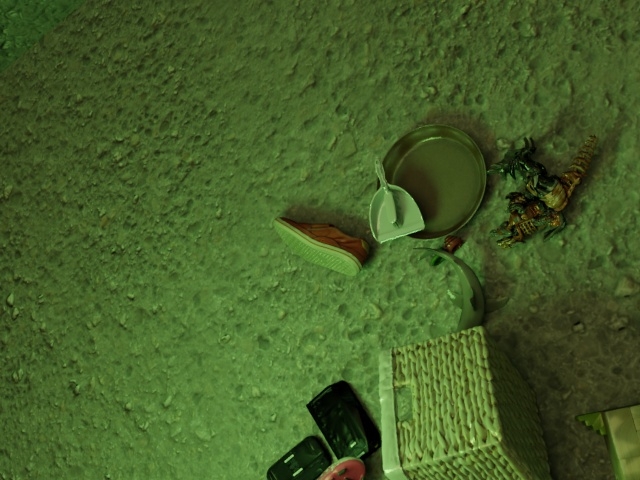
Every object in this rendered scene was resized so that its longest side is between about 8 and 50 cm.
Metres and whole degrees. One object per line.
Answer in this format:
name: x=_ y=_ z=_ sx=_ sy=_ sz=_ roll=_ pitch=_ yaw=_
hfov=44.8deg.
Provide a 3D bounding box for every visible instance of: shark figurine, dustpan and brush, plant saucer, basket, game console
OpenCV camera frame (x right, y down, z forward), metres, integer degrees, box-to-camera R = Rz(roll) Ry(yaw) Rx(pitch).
shark figurine: x=0.345 y=0.115 z=1.890 sx=0.166 sy=0.116 sz=0.278 roll=-25 pitch=92 yaw=19
dustpan and brush: x=0.180 y=-0.114 z=2.041 sx=0.147 sy=0.060 sz=0.211 roll=-19 pitch=72 yaw=28
plant saucer: x=0.293 y=-0.149 z=2.041 sx=0.311 sy=0.050 sz=0.310 roll=-6 pitch=78 yaw=30
basket: x=0.315 y=0.411 z=1.709 sx=0.267 sy=0.331 sz=0.328 roll=-24 pitch=38 yaw=23
game console: x=-0.014 y=0.562 z=2.111 sx=0.361 sy=0.044 sz=0.213 roll=-43 pitch=61 yaw=18

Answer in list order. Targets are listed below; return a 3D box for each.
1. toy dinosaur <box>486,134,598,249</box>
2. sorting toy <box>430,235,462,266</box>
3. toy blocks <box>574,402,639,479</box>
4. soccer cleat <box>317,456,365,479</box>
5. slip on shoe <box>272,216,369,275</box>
toy dinosaur: x=0.526 y=-0.125 z=1.865 sx=0.322 sy=0.164 sz=0.218 roll=-41 pitch=77 yaw=-1
sorting toy: x=0.315 y=0.022 z=1.992 sx=0.102 sy=0.061 sz=0.042 roll=-36 pitch=62 yaw=-4
toy blocks: x=0.745 y=0.447 z=1.569 sx=0.382 sy=0.191 sz=0.260 roll=-13 pitch=76 yaw=6
soccer cleat: x=0.000 y=0.670 z=2.024 sx=0.331 sy=0.116 sz=0.143 roll=-60 pitch=21 yaw=14
slip on shoe: x=0.000 y=0.000 z=2.171 sx=0.331 sy=0.123 sz=0.101 roll=21 pitch=61 yaw=37
